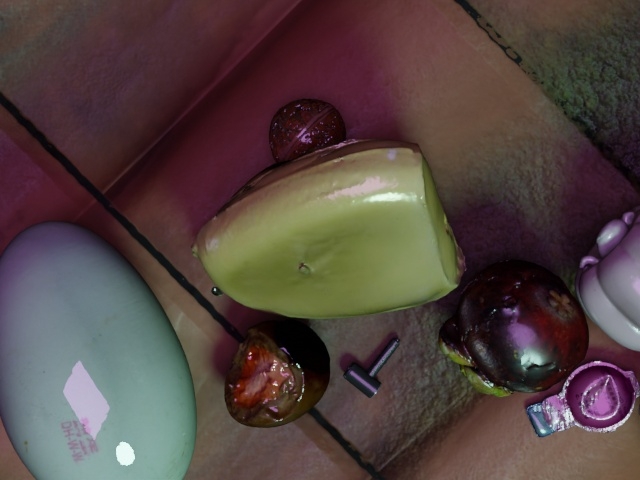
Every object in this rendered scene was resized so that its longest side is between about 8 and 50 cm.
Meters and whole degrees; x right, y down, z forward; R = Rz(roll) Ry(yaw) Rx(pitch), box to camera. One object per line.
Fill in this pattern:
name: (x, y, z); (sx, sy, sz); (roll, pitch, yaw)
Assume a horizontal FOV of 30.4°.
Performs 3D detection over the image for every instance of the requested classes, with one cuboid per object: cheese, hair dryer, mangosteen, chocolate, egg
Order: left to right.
egg: (-0.280, 0.155, 1.418); (0.230, 0.230, 0.371); (-22, 90, 4)
chocolate: (-0.061, 0.170, 1.468); (0.133, 0.124, 0.127); (-34, 126, 27)
cheese: (0.000, 0.000, 1.406); (0.316, 0.128, 0.259); (-8, 132, 14)
hair dryer: (0.072, 0.156, 1.509); (0.047, 0.026, 0.083); (39, 92, -3)
mangosteen: (0.231, 0.116, 1.441); (0.166, 0.166, 0.180); (42, 120, -3)
cheese: (0.336, 0.207, 1.499); (0.145, 0.038, 0.095); (-23, 93, 10)

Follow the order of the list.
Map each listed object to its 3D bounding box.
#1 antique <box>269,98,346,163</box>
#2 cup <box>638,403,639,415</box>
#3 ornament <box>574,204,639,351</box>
antique: (-0.016, -0.127, 1.444); (0.104, 0.104, 0.104); (0, 96, 2)
cup: (0.561, 0.308, 1.397); (0.253, 0.253, 0.371); (-31, 92, 5)
ornament: (0.388, 0.039, 1.413); (0.177, 0.177, 0.177); (0, 96, 2)
